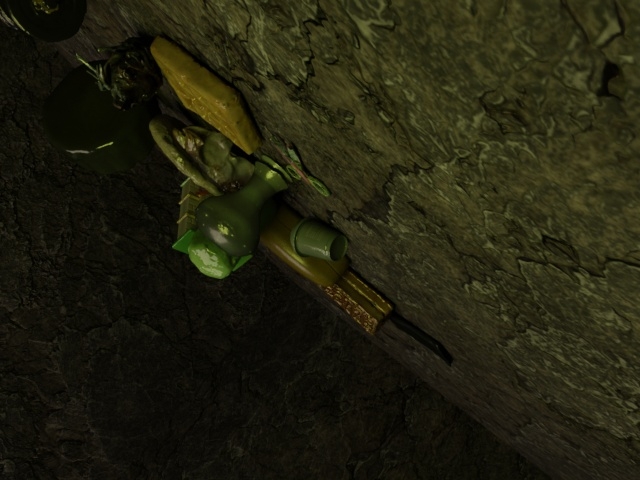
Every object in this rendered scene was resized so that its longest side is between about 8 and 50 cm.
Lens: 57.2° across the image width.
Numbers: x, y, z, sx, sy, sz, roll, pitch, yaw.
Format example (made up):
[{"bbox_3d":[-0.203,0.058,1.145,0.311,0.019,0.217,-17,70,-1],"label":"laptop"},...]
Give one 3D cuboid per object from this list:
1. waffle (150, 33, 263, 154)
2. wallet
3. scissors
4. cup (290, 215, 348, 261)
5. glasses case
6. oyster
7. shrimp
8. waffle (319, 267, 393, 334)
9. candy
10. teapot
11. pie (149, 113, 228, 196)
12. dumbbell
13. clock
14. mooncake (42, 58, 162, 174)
[{"bbox_3d":[-0.246,-0.311,1.283,0.248,0.055,0.221,39,172,18],"label":"waffle"},{"bbox_3d":[0.331,0.326,2.022,0.285,0.030,0.146,32,165,46],"label":"wallet"},{"bbox_3d":[-0.050,-0.163,1.278,0.133,0.020,0.187,32,170,33],"label":"scissors"},{"bbox_3d":[0.000,0.000,1.616,0.141,0.120,0.120,16,157,40],"label":"cup"},{"bbox_3d":[-0.085,0.003,1.866,0.371,0.141,0.173,39,171,14],"label":"glasses case"},{"bbox_3d":[-0.257,-0.215,1.586,0.197,0.133,0.337,28,171,29],"label":"oyster"},{"bbox_3d":[-0.436,-0.362,1.288,0.372,0.172,0.137,-103,2,-66],"label":"shrimp"},{"bbox_3d":[0.102,0.181,2.016,0.308,0.091,0.213,42,165,15],"label":"waffle"},{"bbox_3d":[-0.245,-0.037,1.668,0.131,0.343,0.142,-3,123,25],"label":"candy"},{"bbox_3d":[-0.186,-0.088,1.480,0.183,0.251,0.183,39,171,7],"label":"teapot"},{"bbox_3d":[-0.389,-0.263,1.764,0.337,0.075,0.337,42,-166,-13],"label":"pie"},{"bbox_3d":[-0.714,-0.605,1.477,0.388,0.185,0.185,33,168,50],"label":"dumbbell"},{"bbox_3d":[-0.326,-0.067,1.809,0.219,0.106,0.255,24,-134,-34],"label":"clock"},{"bbox_3d":[-0.697,-0.395,1.901,0.356,0.356,0.194,38,168,20],"label":"mooncake"}]
